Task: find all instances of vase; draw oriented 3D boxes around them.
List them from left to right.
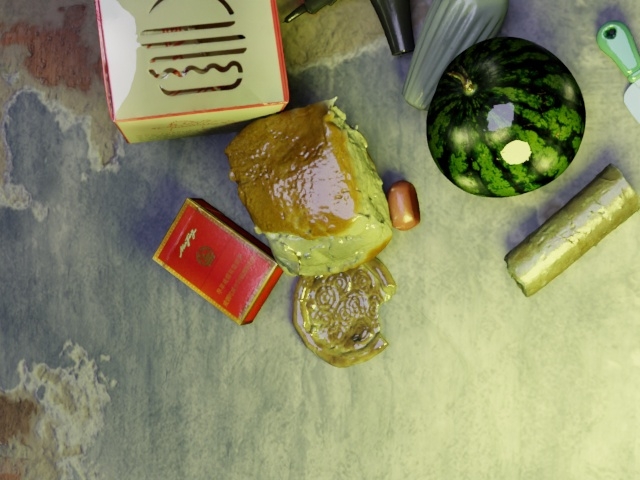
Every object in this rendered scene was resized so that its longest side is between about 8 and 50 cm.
[{"bbox_3d":[0.229,-0.347,1.468,0.128,0.128,0.248,36,111,16],"label":"vase"}]

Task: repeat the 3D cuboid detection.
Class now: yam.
[{"bbox_3d":[0.425,-0.012,1.411,0.259,0.093,0.093,-43,77,15],"label":"yam"}]

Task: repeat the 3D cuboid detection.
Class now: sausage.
[{"bbox_3d":[0.150,-0.064,1.528,0.054,0.059,0.094,-10,91,32],"label":"sausage"}]

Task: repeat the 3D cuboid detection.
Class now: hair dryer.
[{"bbox_3d":[0.052,-0.441,1.570,0.271,0.091,0.236,-10,97,32],"label":"hair dryer"}]

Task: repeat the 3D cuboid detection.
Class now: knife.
[{"bbox_3d":[0.542,-0.254,1.401,0.063,0.034,0.260,-29,84,22],"label":"knife"}]

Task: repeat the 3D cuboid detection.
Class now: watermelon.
[{"bbox_3d":[0.306,-0.199,1.375,0.269,0.269,0.269,0,90,20],"label":"watermelon"}]

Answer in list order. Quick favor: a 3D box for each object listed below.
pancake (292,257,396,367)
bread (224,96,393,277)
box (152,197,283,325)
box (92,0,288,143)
[{"bbox_3d":[0.043,0.127,1.585,0.211,0.029,0.235,1,89,21],"label":"pancake"},{"bbox_3d":[-0.016,-0.079,1.494,0.250,0.225,0.279,-19,76,18],"label":"bread"},{"bbox_3d":[-0.201,0.040,1.653,0.239,0.074,0.153,35,105,15],"label":"box"},{"bbox_3d":[-0.233,-0.351,1.485,0.314,0.312,0.300,-8,91,-9],"label":"box"}]
